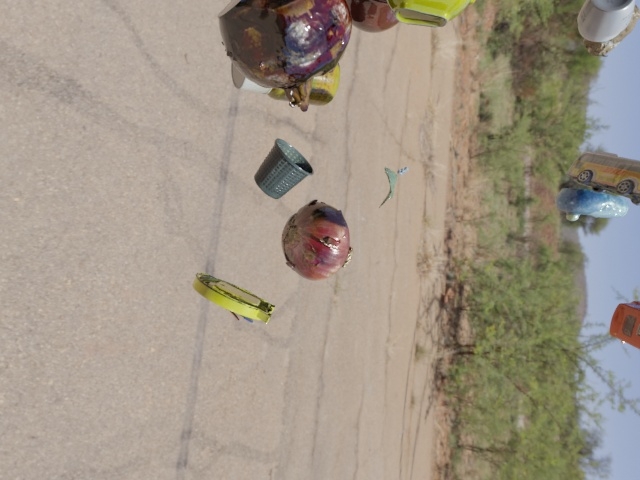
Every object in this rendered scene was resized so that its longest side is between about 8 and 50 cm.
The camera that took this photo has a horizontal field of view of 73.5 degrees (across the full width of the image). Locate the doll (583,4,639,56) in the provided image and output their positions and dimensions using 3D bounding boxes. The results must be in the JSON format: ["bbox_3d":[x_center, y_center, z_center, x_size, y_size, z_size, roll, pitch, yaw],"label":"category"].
[{"bbox_3d":[0.936,-0.694,1.355,0.106,0.114,0.221,-4,135,-28],"label":"doll"}]

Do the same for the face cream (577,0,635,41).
[{"bbox_3d":[0.713,-0.569,1.070,0.104,0.117,0.117,45,52,-67],"label":"face cream"}]

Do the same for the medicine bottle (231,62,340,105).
[{"bbox_3d":[-0.135,-0.660,1.674,0.385,0.224,0.224,-3,94,-30],"label":"medicine bottle"}]

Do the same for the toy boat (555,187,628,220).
[{"bbox_3d":[1.058,-0.123,1.688,0.330,0.215,0.122,6,99,-39],"label":"toy boat"}]

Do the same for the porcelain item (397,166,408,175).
[{"bbox_3d":[0.457,-0.386,2.384,0.083,0.036,0.028,-33,158,-38],"label":"porcelain item"}]

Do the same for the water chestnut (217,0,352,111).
[{"bbox_3d":[-0.075,-0.490,1.068,0.346,0.336,0.335,62,39,-41],"label":"water chestnut"}]

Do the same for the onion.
[{"bbox_3d":[-0.020,0.003,1.845,0.354,0.354,0.352,-5,96,-63],"label":"onion"}]

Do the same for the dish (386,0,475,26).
[{"bbox_3d":[0.281,-0.636,1.132,0.221,0.263,0.108,-60,163,-79],"label":"dish"}]

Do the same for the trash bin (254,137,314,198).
[{"bbox_3d":[-0.137,-0.235,1.473,0.175,0.161,0.175,39,22,-19],"label":"trash bin"}]

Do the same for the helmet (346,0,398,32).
[{"bbox_3d":[0.201,-0.915,1.622,0.230,0.338,0.384,114,-17,-59],"label":"helmet"}]

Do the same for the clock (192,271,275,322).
[{"bbox_3d":[-0.294,0.201,1.434,0.071,0.294,0.277,-63,176,-1],"label":"clock"}]

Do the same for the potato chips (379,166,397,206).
[{"bbox_3d":[0.328,-0.253,2.068,0.167,0.059,0.228,45,53,-68],"label":"potato chips"}]

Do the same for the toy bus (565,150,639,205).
[{"bbox_3d":[0.798,-0.169,1.142,0.092,0.268,0.106,23,102,-24],"label":"toy bus"}]

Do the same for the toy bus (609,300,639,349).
[{"bbox_3d":[0.986,0.269,1.263,0.329,0.153,0.142,-62,164,-83],"label":"toy bus"}]
